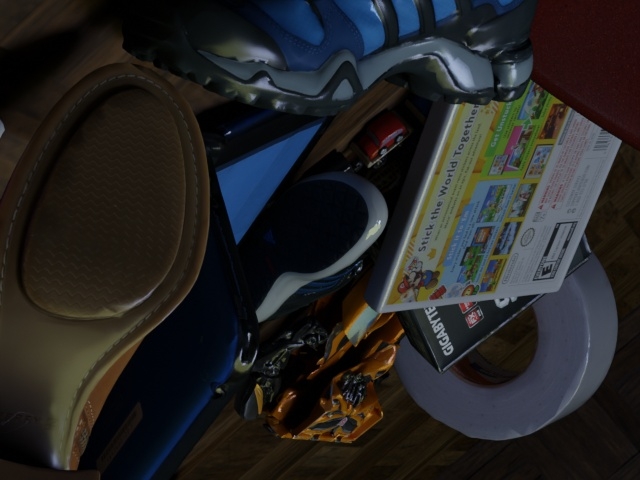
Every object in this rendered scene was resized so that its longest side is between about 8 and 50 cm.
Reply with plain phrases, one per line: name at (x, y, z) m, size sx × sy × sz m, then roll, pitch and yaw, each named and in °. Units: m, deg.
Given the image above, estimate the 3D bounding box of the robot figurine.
robot figurine at (0.048, 0.081, 1.582) m, size 0.291 × 0.085 × 0.211 m, roll -52°, pitch 150°, yaw 16°

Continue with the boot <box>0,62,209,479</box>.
boot at (-0.158, 0.058, 0.902) m, size 0.109 × 0.283 × 0.220 m, roll 14°, pitch 165°, yaw -26°

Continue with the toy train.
toy train at (0.048, -0.080, 1.300) m, size 0.158 × 0.027 × 0.036 m, roll -38°, pitch 154°, yaw -5°

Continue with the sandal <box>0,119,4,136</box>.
sandal at (-0.255, 0.122, 0.806) m, size 0.416 × 0.102 × 0.169 m, roll -56°, pitch -172°, yaw 9°

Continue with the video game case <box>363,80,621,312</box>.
video game case at (0.150, -0.050, 1.362) m, size 0.206 × 0.026 × 0.227 m, roll -5°, pitch 126°, yaw -38°

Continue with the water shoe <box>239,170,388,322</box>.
water shoe at (0.000, 0.000, 1.291) m, size 0.080 × 0.073 × 0.203 m, roll -10°, pitch 165°, yaw -38°

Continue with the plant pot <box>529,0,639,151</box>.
plant pot at (0.318, -0.182, 1.240) m, size 0.267 × 0.236 × 0.267 m, roll -21°, pitch 157°, yaw -47°

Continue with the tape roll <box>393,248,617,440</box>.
tape roll at (0.173, 0.080, 1.667) m, size 0.219 × 0.219 × 0.072 m, roll -48°, pitch 162°, yaw 27°

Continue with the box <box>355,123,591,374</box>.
box at (0.125, -0.015, 1.435) m, size 0.175 × 0.051 × 0.220 m, roll -37°, pitch 136°, yaw -11°

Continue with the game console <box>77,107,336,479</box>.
game console at (-0.074, 0.057, 1.150) m, size 0.173 × 0.250 × 0.293 m, roll 5°, pitch 140°, yaw -31°

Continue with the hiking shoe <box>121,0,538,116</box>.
hiking shoe at (0.013, -0.146, 0.944) m, size 0.304 × 0.113 × 0.132 m, roll -10°, pitch 117°, yaw -49°
